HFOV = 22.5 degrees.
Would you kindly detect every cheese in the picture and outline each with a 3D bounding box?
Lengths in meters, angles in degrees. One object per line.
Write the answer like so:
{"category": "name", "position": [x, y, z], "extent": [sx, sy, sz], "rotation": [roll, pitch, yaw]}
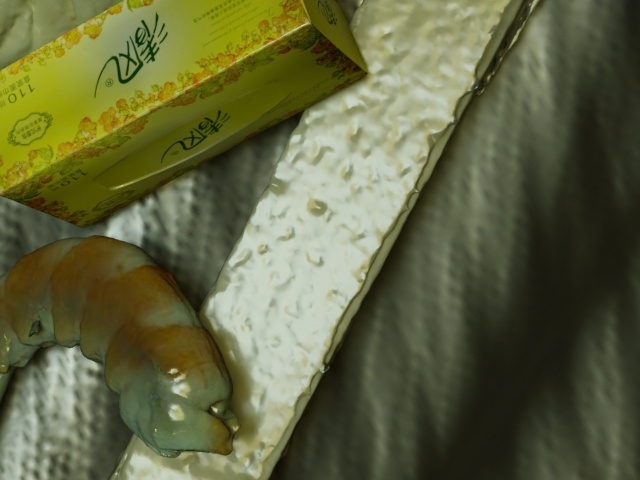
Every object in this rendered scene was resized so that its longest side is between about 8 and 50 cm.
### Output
{"category": "cheese", "position": [-0.001, -0.001, 0.832], "extent": [0.085, 0.034, 0.400], "rotation": [30, 91, 6]}

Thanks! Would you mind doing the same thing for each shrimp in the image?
{"category": "shrimp", "position": [-0.129, 0.081, 0.819], "extent": [0.166, 0.049, 0.161], "rotation": [-43, 65, 11]}

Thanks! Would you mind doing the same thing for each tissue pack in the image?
{"category": "tissue pack", "position": [-0.075, -0.077, 0.796], "extent": [0.176, 0.095, 0.062], "rotation": [-26, 73, 12]}

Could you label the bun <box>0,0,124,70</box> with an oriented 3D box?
{"category": "bun", "position": [-0.165, -0.163, 0.817], "extent": [0.188, 0.111, 0.164], "rotation": [43, 90, 9]}
